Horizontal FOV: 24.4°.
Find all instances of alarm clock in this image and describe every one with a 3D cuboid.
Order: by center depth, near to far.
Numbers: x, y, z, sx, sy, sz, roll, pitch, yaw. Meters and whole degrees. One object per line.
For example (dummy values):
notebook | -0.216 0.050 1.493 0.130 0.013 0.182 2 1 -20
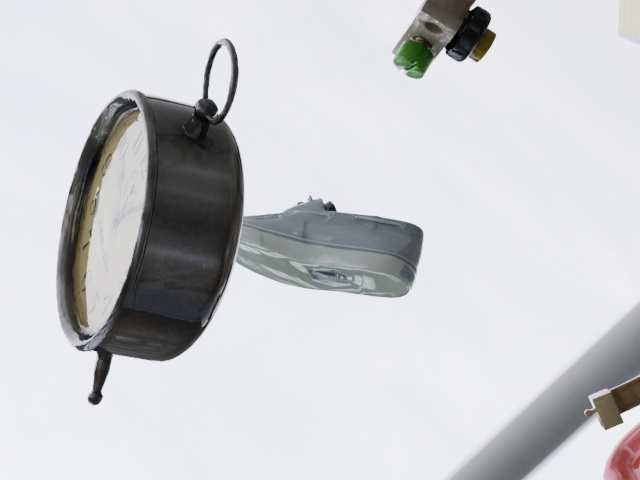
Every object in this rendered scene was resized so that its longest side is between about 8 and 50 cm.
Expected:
alarm clock | -0.075 -0.019 0.717 0.064 0.192 0.129 9 -138 -23

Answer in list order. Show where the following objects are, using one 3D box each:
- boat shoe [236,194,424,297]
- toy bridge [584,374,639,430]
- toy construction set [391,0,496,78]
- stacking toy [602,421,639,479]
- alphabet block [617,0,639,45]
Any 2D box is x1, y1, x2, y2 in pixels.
boat shoe | 0.000 0.000 1.493 0.228 0.081 0.079 10 151 26
toy bridge | 0.276 0.088 1.054 0.063 0.188 0.026 6 -119 -84
toy construction set | 0.070 -0.289 1.479 0.257 0.237 0.309 31 167 -31
stacking toy | 0.251 0.290 1.126 0.130 0.279 0.309 35 -136 -6
alphabet block | 0.482 -0.336 1.794 0.193 0.197 0.192 -6 -162 -11
